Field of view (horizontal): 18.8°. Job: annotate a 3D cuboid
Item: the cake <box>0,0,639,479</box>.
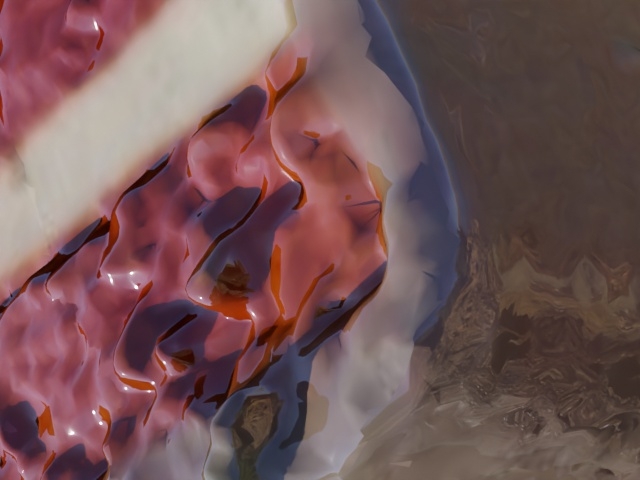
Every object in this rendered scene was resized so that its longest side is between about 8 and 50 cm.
[{"bbox_3d":[0.000,0.000,0.556,0.309,0.230,0.237,-40,56,43],"label":"cake"}]
